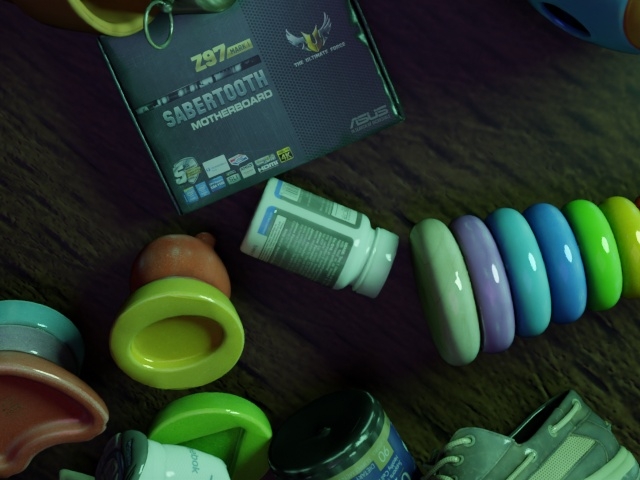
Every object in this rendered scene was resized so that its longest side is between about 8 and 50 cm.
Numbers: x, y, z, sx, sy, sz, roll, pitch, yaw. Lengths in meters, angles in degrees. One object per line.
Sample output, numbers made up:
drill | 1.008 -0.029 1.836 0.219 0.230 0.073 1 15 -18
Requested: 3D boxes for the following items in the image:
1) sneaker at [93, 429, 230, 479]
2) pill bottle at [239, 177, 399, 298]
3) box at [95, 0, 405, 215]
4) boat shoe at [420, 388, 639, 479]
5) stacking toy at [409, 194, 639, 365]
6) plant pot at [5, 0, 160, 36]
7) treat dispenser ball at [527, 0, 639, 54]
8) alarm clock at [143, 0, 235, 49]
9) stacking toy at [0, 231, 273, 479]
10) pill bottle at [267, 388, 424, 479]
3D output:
sneaker | -0.178 0.322 1.150 0.129 0.111 0.297 13 117 -28
pill bottle | 0.000 0.000 1.116 0.137 0.078 0.078 23 104 -5
box | -0.062 -0.151 1.087 0.232 0.059 0.183 -22 101 6
boat shoe | 0.144 0.243 1.095 0.132 0.355 0.130 -42 73 48
stacking toy | 0.256 0.011 1.103 0.330 0.141 0.141 -15 104 -3
plant pot | -0.247 -0.315 0.952 0.203 0.291 0.291 6 105 17
treat dispenser ball | 0.272 -0.290 0.930 0.288 0.288 0.288 0 104 0
alarm clock | -0.107 -0.236 0.971 0.064 0.129 0.192 6 62 23
stacking toy | -0.196 0.138 1.166 0.309 0.130 0.279 -19 130 8
pill bottle | 0.050 0.263 1.154 0.123 0.123 0.219 -28 112 7
